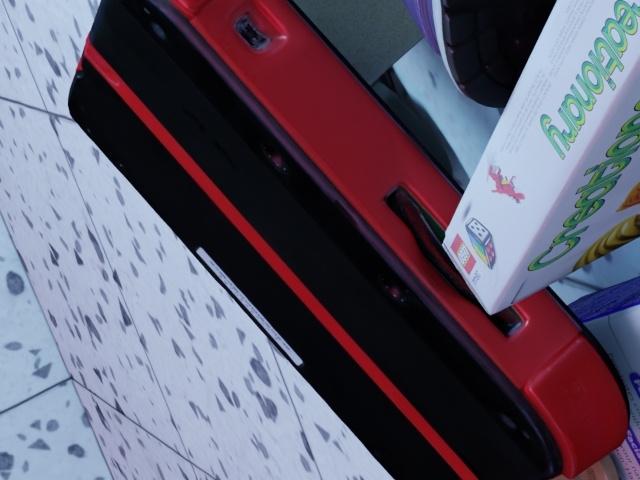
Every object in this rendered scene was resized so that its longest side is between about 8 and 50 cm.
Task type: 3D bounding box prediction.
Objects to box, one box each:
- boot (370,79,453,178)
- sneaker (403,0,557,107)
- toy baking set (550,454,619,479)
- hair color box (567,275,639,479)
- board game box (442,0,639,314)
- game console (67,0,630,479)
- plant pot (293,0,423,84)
[{"bbox_3d":[-0.015,-0.125,1.411,0.305,0.112,0.115,58,171,9],"label":"boot"},{"bbox_3d":[0.048,-0.193,0.791,0.124,0.107,0.283,54,160,41],"label":"sneaker"},{"bbox_3d":[0.191,0.226,1.127,0.197,0.030,0.256,52,153,44],"label":"toy baking set"},{"bbox_3d":[0.221,0.109,1.091,0.185,0.110,0.339,62,163,1],"label":"hair color box"},{"bbox_3d":[0.173,-0.084,0.836,0.053,0.193,0.305,57,160,17],"label":"board game box"},{"bbox_3d":[0.000,0.000,1.139,0.386,0.060,0.342,49,164,1],"label":"game console"},{"bbox_3d":[-0.042,-0.215,1.191,0.274,0.256,0.256,49,160,-2],"label":"plant pot"}]
